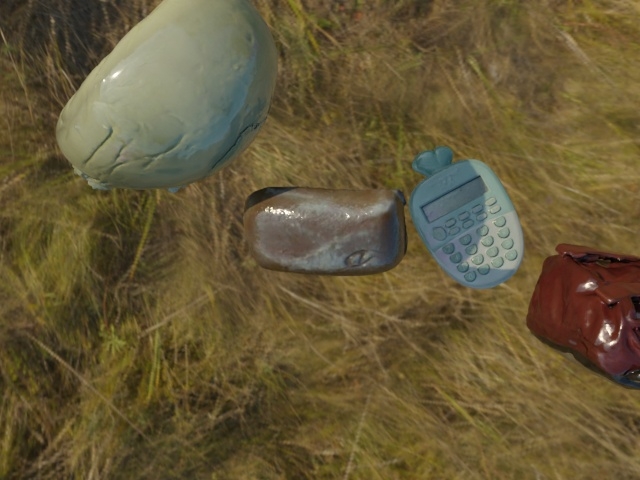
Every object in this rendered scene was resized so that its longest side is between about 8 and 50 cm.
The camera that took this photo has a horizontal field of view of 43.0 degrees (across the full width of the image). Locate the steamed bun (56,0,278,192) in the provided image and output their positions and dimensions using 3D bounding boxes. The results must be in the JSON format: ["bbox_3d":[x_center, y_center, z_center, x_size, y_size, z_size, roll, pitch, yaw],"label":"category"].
[{"bbox_3d":[-0.196,-0.203,1.176,0.233,0.312,0.333,43,66,-17],"label":"steamed bun"}]

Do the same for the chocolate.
[{"bbox_3d":[0.001,0.001,1.226,0.262,0.083,0.161,0,132,16],"label":"chocolate"}]

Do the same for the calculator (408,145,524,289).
[{"bbox_3d":[0.274,-0.048,1.555,0.184,0.042,0.295,-28,78,10],"label":"calculator"}]

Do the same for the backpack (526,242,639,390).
[{"bbox_3d":[0.367,0.090,0.953,0.229,0.229,0.138,5,103,-24],"label":"backpack"}]
